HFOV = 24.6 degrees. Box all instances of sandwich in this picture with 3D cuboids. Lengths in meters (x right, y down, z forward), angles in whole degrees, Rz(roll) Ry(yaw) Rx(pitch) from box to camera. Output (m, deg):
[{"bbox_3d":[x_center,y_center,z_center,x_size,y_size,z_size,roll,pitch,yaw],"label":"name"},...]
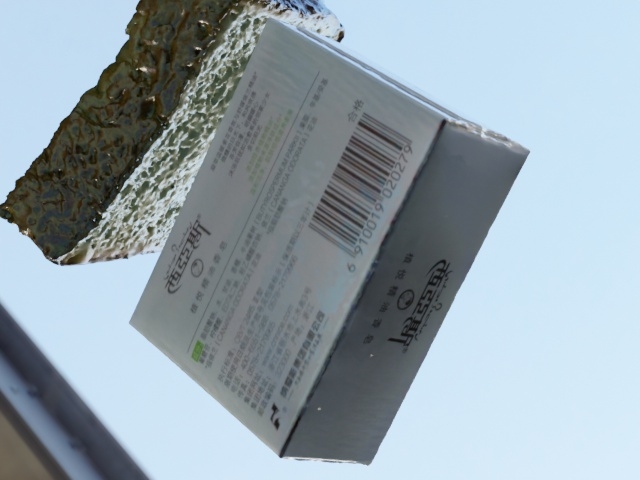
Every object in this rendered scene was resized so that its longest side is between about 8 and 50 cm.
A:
[{"bbox_3d":[-0.120,-0.121,1.329,0.301,0.099,0.271,-54,-13,15],"label":"sandwich"}]

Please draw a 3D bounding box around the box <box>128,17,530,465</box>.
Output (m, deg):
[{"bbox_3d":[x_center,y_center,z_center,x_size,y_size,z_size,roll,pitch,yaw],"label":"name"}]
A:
[{"bbox_3d":[0.000,0.000,1.047,0.111,0.194,0.260,11,-70,-47],"label":"box"}]
